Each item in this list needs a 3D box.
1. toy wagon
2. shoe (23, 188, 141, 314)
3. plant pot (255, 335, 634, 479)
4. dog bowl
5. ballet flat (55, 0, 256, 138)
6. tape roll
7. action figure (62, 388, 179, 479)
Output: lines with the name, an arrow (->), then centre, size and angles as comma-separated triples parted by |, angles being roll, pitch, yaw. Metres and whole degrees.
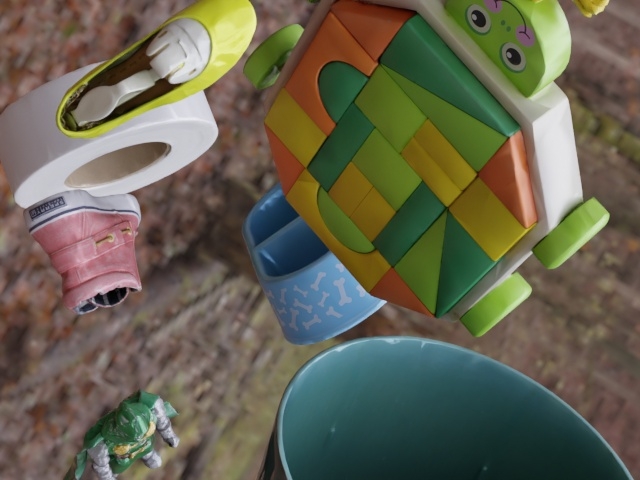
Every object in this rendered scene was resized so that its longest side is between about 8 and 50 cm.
toy wagon -> 0.076, -0.085, 1.034 | 0.068, 0.267, 0.344 | -37, 171, -31
shoe -> -0.166, 0.011, 1.134 | 0.063, 0.081, 0.178 | -23, 175, 7
plant pot -> 0.068, 0.256, 1.147 | 0.235, 0.293, 0.293 | -66, 175, 34
dog bowl -> 0.000, 0.000, 1.585 | 0.166, 0.074, 0.297 | -35, -159, 4
ballet flat -> -0.165, -0.163, 1.483 | 0.231, 0.077, 0.077 | -29, -176, 18
tape roll -> -0.281, -0.140, 2.000 | 0.286, 0.100, 0.286 | -21, 169, -4
action figure -> -0.170, 0.177, 1.331 | 0.137, 0.063, 0.232 | -38, 171, -16
